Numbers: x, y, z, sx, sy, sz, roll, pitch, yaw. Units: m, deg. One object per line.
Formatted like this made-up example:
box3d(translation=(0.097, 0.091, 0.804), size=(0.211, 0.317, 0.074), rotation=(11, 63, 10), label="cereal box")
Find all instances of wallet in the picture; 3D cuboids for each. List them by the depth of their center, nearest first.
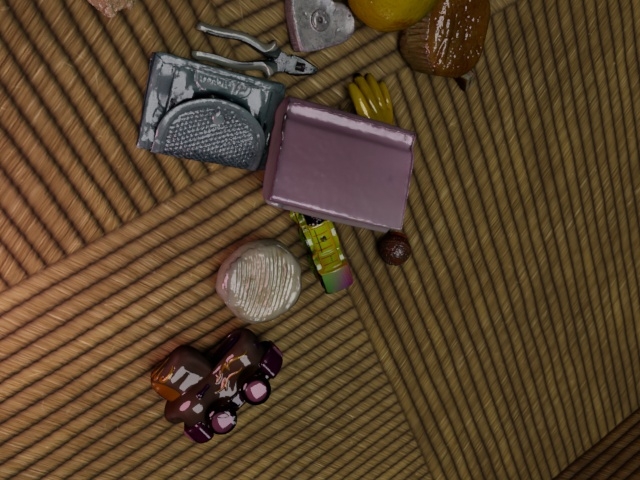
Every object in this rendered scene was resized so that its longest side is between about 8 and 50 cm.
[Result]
box3d(translation=(-0.259, -0.305, 1.412), size=(0.341, 0.075, 0.237), rotation=(7, 108, -28), label="wallet")

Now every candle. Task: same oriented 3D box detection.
box3d(translation=(-0.017, -0.547, 1.443), size=(0.192, 0.068, 0.169), rotation=(29, 92, -28), label="candle")

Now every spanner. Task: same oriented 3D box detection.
box3d(translation=(-0.155, -0.459, 1.424), size=(0.324, 0.040, 0.096), rotation=(7, 106, -26), label="spanner")

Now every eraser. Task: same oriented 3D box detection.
box3d(translation=(0.048, -0.184, 1.453), size=(0.358, 0.122, 0.273), rotation=(10, 86, -19), label="eraser")

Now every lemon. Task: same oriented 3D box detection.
box3d(translation=(0.180, -0.643, 1.392), size=(0.267, 0.267, 0.268), rotation=(-9, 112, -23), label="lemon")

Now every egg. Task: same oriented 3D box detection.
box3d(translation=(-0.440, -0.547, 1.209), size=(0.118, 0.116, 0.140), rotation=(31, 93, -3), label="egg")

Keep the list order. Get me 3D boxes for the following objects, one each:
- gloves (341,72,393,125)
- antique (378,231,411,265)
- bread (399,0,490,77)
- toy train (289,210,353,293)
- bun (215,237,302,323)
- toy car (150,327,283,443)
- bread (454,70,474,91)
box3d(translation=(0.147, -0.322, 1.601), size=(0.133, 0.116, 0.295), rotation=(-32, 113, -44), label="gloves")
box3d(translation=(0.226, 0.030, 1.751), size=(0.104, 0.104, 0.104), rotation=(-9, 112, -23), label="antique")
box3d(translation=(0.340, -0.576, 1.566), size=(0.227, 0.142, 0.254), rotation=(3, 105, -35), label="bread")
box3d(translation=(0.000, 0.000, 1.597), size=(0.100, 0.160, 0.296), rotation=(-25, 117, -9), label="toy train")
box3d(translation=(-0.164, 0.107, 1.566), size=(0.238, 0.141, 0.239), rotation=(-6, 104, -23), label="bun")
box3d(translation=(-0.286, 0.359, 1.554), size=(0.340, 0.271, 0.240), rotation=(-42, 100, -10), label="toy car")
box3d(translation=(0.421, -0.484, 1.684), size=(0.043, 0.062, 0.109), rotation=(-48, 118, -2), label="bread")
